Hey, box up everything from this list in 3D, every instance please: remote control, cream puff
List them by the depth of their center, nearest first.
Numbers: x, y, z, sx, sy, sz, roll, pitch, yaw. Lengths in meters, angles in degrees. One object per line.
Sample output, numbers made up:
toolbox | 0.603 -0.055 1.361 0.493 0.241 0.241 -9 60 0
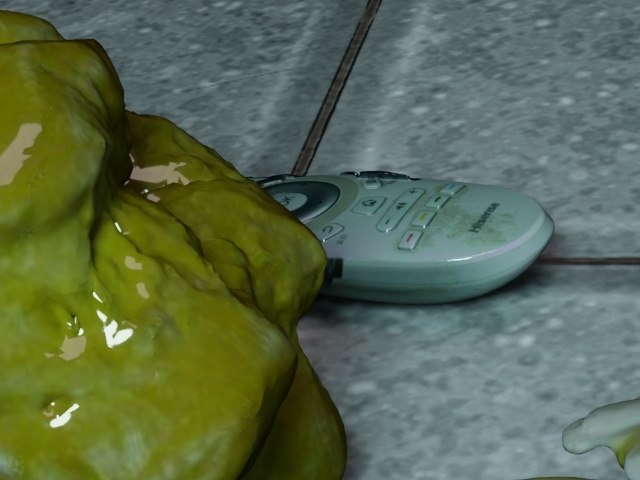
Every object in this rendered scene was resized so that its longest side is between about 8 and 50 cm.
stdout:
cream puff | -0.156 0.011 0.815 0.323 0.274 0.270 3 40 13
remote control | -0.001 -0.002 1.029 0.256 0.045 0.097 6 30 29

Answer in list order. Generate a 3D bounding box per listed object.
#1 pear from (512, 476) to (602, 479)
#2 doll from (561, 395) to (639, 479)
pear | 0.064 0.153 0.643 0.167 0.136 0.167 -8 26 4
doll | 0.280 -0.018 0.693 0.348 0.161 0.423 -14 18 42
